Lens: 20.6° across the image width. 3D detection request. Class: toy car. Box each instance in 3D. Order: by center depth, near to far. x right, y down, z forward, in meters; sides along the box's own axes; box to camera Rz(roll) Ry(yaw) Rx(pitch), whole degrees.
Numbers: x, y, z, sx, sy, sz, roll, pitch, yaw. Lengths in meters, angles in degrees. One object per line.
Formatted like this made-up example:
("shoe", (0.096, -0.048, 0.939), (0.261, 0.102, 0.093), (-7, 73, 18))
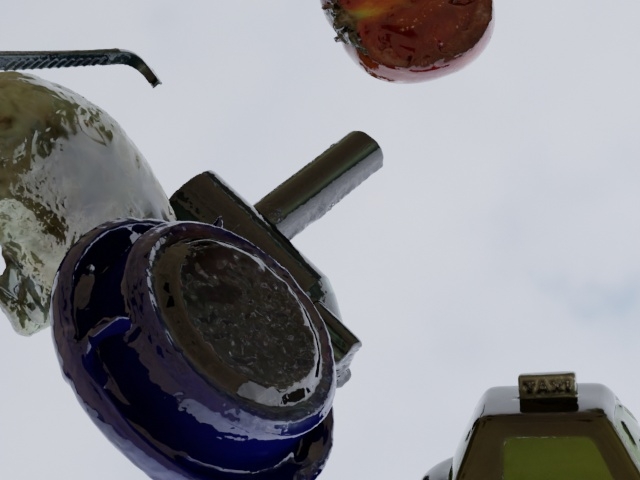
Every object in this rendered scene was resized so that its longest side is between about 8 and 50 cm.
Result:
("toy car", (0.195, 0.202, 1.415), (0.247, 0.198, 0.204), (-2, -169, 11))

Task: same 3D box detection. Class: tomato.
("tomato", (0.071, -0.189, 1.491), (0.139, 0.091, 0.159), (-29, -115, -14))

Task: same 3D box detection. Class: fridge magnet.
("fridge magnet", (-0.090, 0.087, 1.380), (0.112, 0.265, 0.265), (-43, -148, 32))

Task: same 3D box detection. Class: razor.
("razor", (-0.257, -0.182, 1.785), (0.190, 0.033, 0.066), (2, -162, -14))

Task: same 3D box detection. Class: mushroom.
("mushroom", (-0.220, -0.010, 1.575), (0.130, 0.344, 0.247), (-22, -152, 22))

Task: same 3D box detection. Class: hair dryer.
("hair dryer", (0.000, 0.000, 1.826), (0.244, 0.116, 0.302), (43, -125, 10))
